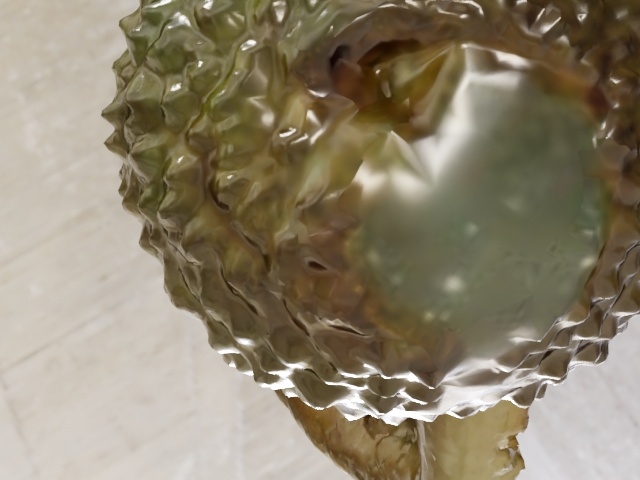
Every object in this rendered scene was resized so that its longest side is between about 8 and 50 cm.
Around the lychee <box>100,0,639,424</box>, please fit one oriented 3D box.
[{"bbox_3d":[0.024,-0.031,0.431,0.171,0.171,0.171,52,162,24],"label":"lychee"}]

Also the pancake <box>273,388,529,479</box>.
[{"bbox_3d":[0.002,-0.001,0.891,0.356,0.065,0.356,52,157,34],"label":"pancake"}]
